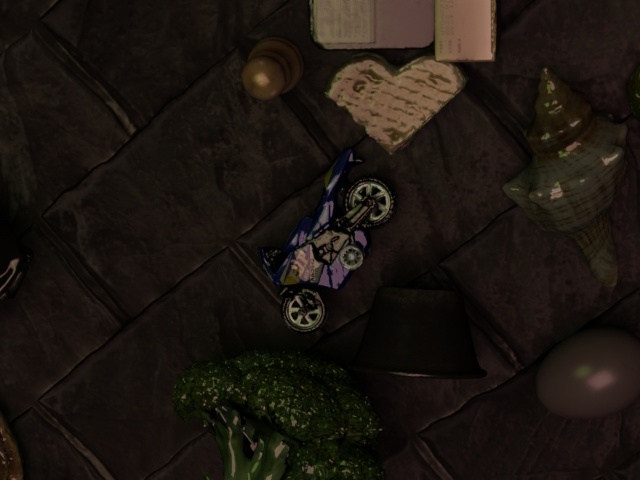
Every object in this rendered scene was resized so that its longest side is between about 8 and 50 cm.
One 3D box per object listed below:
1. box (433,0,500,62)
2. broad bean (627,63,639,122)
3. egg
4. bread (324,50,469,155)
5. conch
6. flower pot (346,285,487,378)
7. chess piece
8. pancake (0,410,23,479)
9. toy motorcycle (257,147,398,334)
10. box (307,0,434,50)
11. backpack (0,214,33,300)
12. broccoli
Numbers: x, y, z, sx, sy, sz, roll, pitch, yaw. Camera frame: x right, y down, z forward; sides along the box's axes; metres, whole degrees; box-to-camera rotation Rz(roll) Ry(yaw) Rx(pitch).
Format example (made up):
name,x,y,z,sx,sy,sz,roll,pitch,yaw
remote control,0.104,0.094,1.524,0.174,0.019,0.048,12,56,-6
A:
name,x,y,z,sx,sy,sz,roll,pitch,yaw
box,0.223,-0.384,1.640,0.095,0.168,0.212,0,107,11
broad bean,0.531,-0.192,1.724,0.061,0.046,0.195,-16,103,15
egg,0.453,0.223,1.808,0.198,0.146,0.146,-22,103,20
bread,0.126,-0.224,1.758,0.232,0.064,0.173,-2,107,10
conch,0.390,-0.088,1.717,0.203,0.169,0.386,0,107,34
flower pot,0.163,0.149,1.806,0.235,0.235,0.148,3,89,7
chess piece,-0.084,-0.266,1.718,0.094,0.170,0.094,3,109,8
pancake,-0.742,0.411,2.060,0.386,0.082,0.387,2,111,5
toy motorcycle,0.000,0.000,1.823,0.169,0.113,0.315,33,99,6
box,0.080,-0.473,1.693,0.211,0.058,0.350,2,107,9
backpack,-0.708,-0.019,1.839,0.446,0.255,0.363,46,107,7
broccoli,-0.061,0.333,1.821,0.413,0.321,0.310,32,103,5
